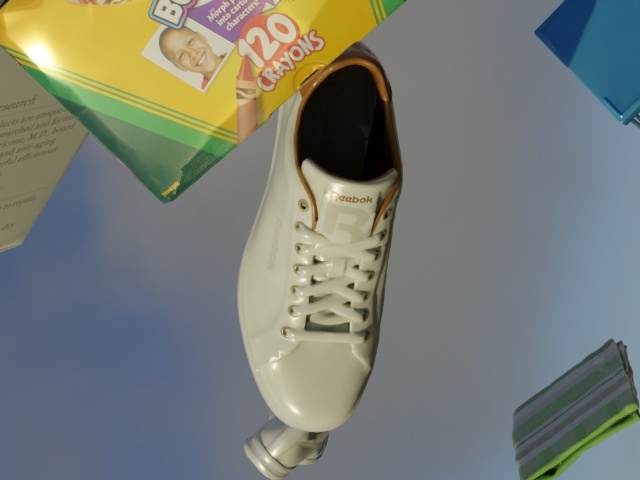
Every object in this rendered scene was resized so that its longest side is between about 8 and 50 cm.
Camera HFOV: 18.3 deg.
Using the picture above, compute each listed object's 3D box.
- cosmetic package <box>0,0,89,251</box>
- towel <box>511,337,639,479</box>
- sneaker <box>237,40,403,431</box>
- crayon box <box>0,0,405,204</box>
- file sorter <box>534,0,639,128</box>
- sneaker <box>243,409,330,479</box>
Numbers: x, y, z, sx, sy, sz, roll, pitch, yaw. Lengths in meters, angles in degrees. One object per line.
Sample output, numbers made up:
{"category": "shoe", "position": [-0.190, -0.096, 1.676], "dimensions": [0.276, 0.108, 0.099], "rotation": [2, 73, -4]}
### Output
{"category": "cosmetic package", "position": [-0.436, -0.202, 2.054], "dimensions": [0.327, 0.329, 0.393], "rotation": [-20, -29, -53]}
{"category": "towel", "position": [0.200, 0.138, 1.546], "dimensions": [0.113, 0.023, 0.152], "rotation": [-38, 11, 13]}
{"category": "sneaker", "position": [0.000, 0.000, 1.402], "dimensions": [0.123, 0.106, 0.290], "rotation": [-143, 54, -79]}
{"category": "crayon box", "position": [-0.054, -0.171, 1.225], "dimensions": [0.278, 0.165, 0.081], "rotation": [-39, 14, 27]}
{"category": "file sorter", "position": [0.291, -0.183, 1.646], "dimensions": [0.170, 0.118, 0.104], "rotation": [-46, -30, 13]}
{"category": "sneaker", "position": [-0.010, 0.196, 2.166], "dimensions": [0.094, 0.080, 0.212], "rotation": [-44, 0, 16]}
